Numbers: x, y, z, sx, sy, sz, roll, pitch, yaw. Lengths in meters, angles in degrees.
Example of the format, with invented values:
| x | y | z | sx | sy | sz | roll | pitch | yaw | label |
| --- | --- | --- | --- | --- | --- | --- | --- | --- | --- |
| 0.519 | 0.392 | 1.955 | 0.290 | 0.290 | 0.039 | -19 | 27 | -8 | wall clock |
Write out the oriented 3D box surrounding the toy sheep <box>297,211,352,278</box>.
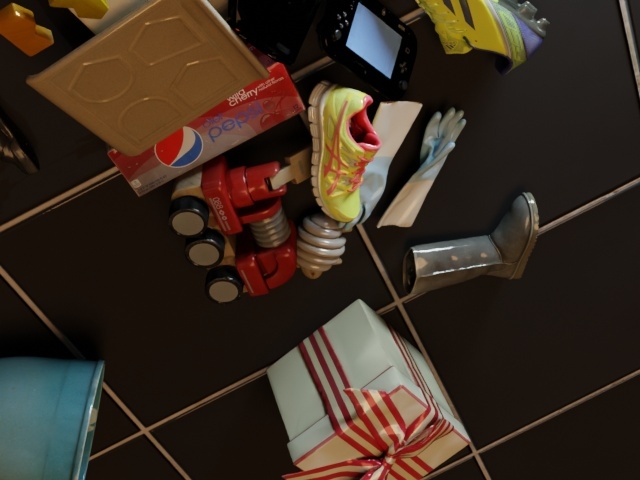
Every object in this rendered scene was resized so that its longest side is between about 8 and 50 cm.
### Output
| x | y | z | sx | sy | sz | roll | pitch | yaw | label |
| --- | --- | --- | --- | --- | --- | --- | --- | --- | --- |
| 0.000 | 0.000 | 1.534 | 0.091 | 0.091 | 0.132 | 5 | 111 | -23 | toy sheep |

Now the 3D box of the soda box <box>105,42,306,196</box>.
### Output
| x | y | z | sx | sy | sz | roll | pitch | yaw | label |
| --- | --- | --- | --- | --- | --- | --- | --- | --- | --- |
| -0.161 | -0.170 | 1.342 | 0.263 | 0.083 | 0.092 | -28 | 131 | 2 | soda box |

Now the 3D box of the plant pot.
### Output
| x | y | z | sx | sy | sz | roll | pitch | yaw | label |
| --- | --- | --- | --- | --- | --- | --- | --- | --- | --- |
| -0.478 | 0.294 | 1.492 | 0.255 | 0.271 | 0.271 | 11 | 123 | -8 | plant pot |

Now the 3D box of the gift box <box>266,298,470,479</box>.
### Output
| x | y | z | sx | sy | sz | roll | pitch | yaw | label |
| --- | --- | --- | --- | --- | --- | --- | --- | --- | --- |
| 0.061 | 0.289 | 1.663 | 0.255 | 0.258 | 0.276 | -43 | 129 | 14 | gift box |

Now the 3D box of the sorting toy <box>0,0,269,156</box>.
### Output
| x | y | z | sx | sy | sz | roll | pitch | yaw | label |
| --- | --- | --- | --- | --- | --- | --- | --- | --- | --- |
| -0.219 | -0.216 | 1.138 | 0.229 | 0.041 | 0.307 | -27 | 152 | 12 | sorting toy |

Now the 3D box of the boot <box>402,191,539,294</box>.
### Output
| x | y | z | sx | sy | sz | roll | pitch | yaw | label |
| --- | --- | --- | --- | --- | --- | --- | --- | --- | --- |
| 0.247 | 0.007 | 1.642 | 0.209 | 0.076 | 0.189 | -1 | 125 | -11 | boot |

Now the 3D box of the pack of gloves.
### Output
| x | y | z | sx | sy | sz | roll | pitch | yaw | label |
| --- | --- | --- | --- | --- | --- | --- | --- | --- | --- |
| 0.127 | -0.099 | 1.483 | 0.195 | 0.046 | 0.232 | -7 | 132 | -41 | pack of gloves |

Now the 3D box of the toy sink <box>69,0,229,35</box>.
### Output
| x | y | z | sx | sy | sz | roll | pitch | yaw | label |
| --- | --- | --- | --- | --- | --- | --- | --- | --- | --- |
| -0.224 | -0.325 | 1.132 | 0.153 | 0.131 | 0.234 | -34 | 151 | 8 | toy sink |

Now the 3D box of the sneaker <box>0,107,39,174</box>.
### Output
| x | y | z | sx | sy | sz | roll | pitch | yaw | label |
| --- | --- | --- | --- | --- | --- | --- | --- | --- | --- |
| -0.450 | -0.138 | 1.288 | 0.089 | 0.051 | 0.170 | -28 | 126 | 3 | sneaker |

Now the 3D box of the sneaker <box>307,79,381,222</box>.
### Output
| x | y | z | sx | sy | sz | roll | pitch | yaw | label |
| --- | --- | --- | --- | --- | --- | --- | --- | --- | --- |
| 0.040 | -0.115 | 1.363 | 0.094 | 0.081 | 0.208 | 8 | 123 | 27 | sneaker |

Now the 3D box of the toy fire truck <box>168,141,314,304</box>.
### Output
| x | y | z | sx | sy | sz | roll | pitch | yaw | label |
| --- | --- | --- | --- | --- | --- | --- | --- | --- | --- |
| -0.072 | -0.047 | 1.434 | 0.246 | 0.158 | 0.217 | -13 | 131 | 10 | toy fire truck |

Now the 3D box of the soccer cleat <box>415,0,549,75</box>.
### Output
| x | y | z | sx | sy | sz | roll | pitch | yaw | label |
| --- | --- | --- | --- | --- | --- | --- | --- | --- | --- |
| 0.188 | -0.313 | 1.349 | 0.289 | 0.093 | 0.121 | 22 | 119 | -32 | soccer cleat |

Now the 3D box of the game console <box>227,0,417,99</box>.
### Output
| x | y | z | sx | sy | sz | roll | pitch | yaw | label |
| --- | --- | --- | --- | --- | --- | --- | --- | --- | --- |
| 0.026 | -0.303 | 1.267 | 0.361 | 0.044 | 0.213 | 25 | 87 | -51 | game console |
